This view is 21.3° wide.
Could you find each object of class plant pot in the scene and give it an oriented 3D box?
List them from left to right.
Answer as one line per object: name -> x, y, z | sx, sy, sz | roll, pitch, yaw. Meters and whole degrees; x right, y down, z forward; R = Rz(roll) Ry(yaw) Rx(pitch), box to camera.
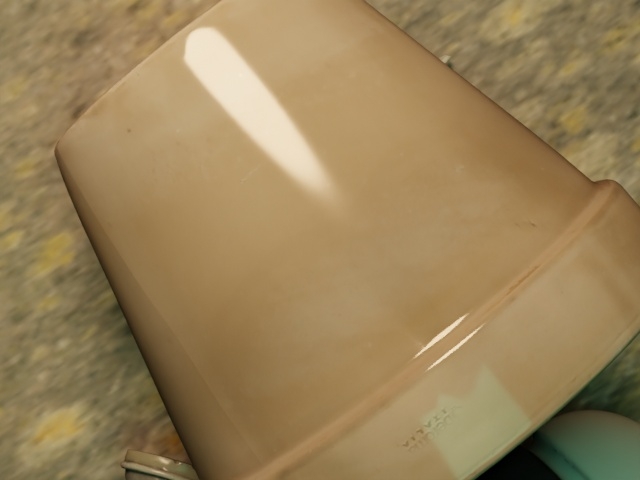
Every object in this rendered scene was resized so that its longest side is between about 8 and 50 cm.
plant pot -> 0.000, 0.000, 1.005 | 0.323, 0.323, 0.280 | -39, 93, -5

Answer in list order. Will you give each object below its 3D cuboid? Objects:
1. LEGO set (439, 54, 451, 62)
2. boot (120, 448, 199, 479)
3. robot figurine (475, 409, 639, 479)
LEGO set -> 0.064, -0.101, 1.127 | 0.083, 0.023, 0.054 | 13, 98, -18
boot -> -0.088, 0.261, 1.104 | 0.190, 0.076, 0.208 | 33, 75, -22
robot figurine -> 0.141, 0.238, 1.147 | 0.278, 0.173, 0.209 | -40, 126, -5
